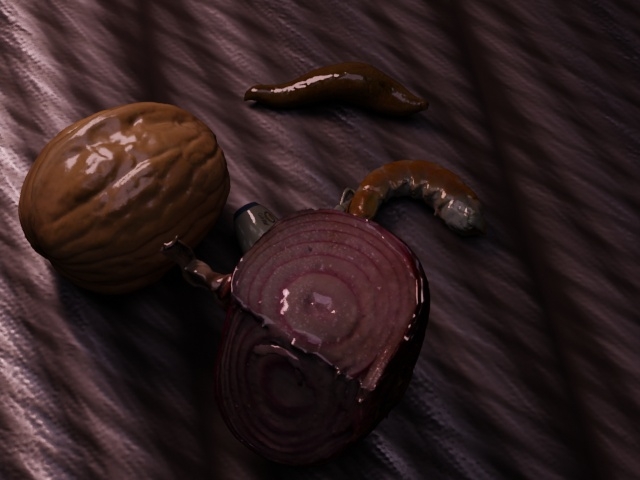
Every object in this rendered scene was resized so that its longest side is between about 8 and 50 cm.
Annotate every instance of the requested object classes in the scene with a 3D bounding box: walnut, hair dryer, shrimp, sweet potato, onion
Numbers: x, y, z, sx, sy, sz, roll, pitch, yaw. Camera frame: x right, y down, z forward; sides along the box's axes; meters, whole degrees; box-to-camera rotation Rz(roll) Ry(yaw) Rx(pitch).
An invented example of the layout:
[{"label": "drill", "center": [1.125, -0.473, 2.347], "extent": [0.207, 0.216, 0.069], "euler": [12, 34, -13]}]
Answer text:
[{"label": "walnut", "center": [-0.230, -0.057, 1.449], "extent": [0.261, 0.225, 0.225], "euler": [-33, 68, -19]}, {"label": "hair dryer", "center": [-0.001, 0.019, 1.522], "extent": [0.199, 0.067, 0.167], "euler": [-10, 71, -27]}, {"label": "shrimp", "center": [0.119, -0.038, 1.543], "extent": [0.166, 0.049, 0.161], "euler": [-32, 64, -30]}, {"label": "sweet potato", "center": [0.022, -0.208, 1.633], "extent": [0.249, 0.059, 0.069], "euler": [4, 98, -1]}, {"label": "onion", "center": [-0.002, 0.118, 1.353], "extent": [0.256, 0.230, 0.272], "euler": [-24, 55, -27]}]
